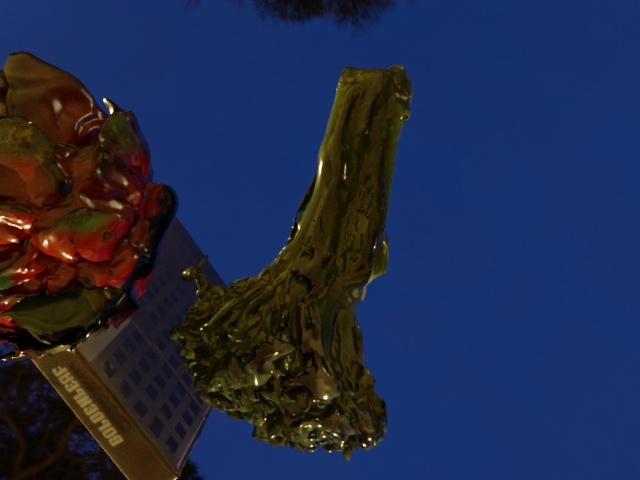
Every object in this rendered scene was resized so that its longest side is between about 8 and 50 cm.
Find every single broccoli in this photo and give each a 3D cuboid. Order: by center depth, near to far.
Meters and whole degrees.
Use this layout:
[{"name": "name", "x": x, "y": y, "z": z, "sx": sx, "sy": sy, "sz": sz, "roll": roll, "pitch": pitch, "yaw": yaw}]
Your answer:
[{"name": "broccoli", "x": 0.007, "y": 0.001, "z": 0.497, "sx": 0.164, "sy": 0.145, "sz": 0.304, "roll": 26, "pitch": -107, "yaw": -29}]

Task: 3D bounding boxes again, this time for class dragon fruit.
[{"name": "dragon fruit", "x": -0.185, "y": -0.025, "z": 0.417, "sx": 0.182, "sy": 0.182, "sz": 0.189, "roll": -23, "pitch": -72, "yaw": -8}]

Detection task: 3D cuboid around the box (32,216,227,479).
[{"name": "box", "x": -0.162, "y": 0.086, "z": 0.671, "sx": 0.047, "sy": 0.325, "sz": 0.180, "roll": -32, "pitch": -80, "yaw": 12}]
